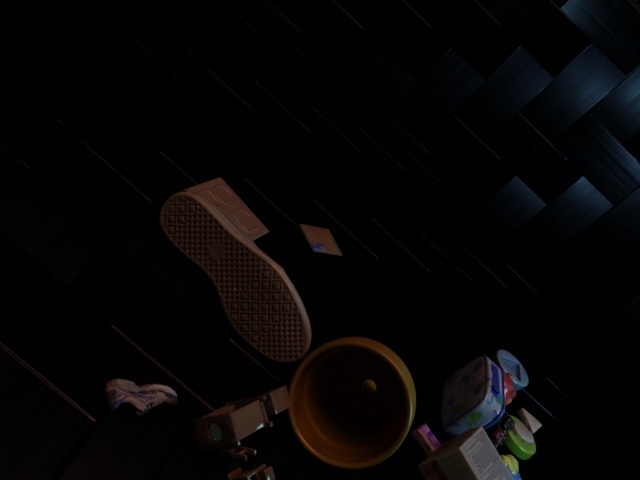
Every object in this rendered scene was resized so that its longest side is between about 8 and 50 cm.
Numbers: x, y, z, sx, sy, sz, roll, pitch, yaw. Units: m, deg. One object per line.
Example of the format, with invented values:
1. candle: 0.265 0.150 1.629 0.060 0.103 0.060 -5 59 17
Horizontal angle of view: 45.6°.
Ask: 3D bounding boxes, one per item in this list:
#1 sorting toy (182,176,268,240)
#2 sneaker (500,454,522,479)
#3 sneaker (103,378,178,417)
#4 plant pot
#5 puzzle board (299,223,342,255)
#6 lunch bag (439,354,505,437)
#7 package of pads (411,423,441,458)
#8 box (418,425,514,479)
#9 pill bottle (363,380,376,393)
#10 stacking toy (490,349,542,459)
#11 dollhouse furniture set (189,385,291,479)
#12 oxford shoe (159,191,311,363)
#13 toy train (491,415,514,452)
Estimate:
1. sorting toy: -0.236 -0.066 1.893 0.193 0.038 0.208 48 22 4
2. sneaker: 0.445 0.596 1.875 0.240 0.091 0.126 11 43 -50
3. sneaker: -0.306 0.278 1.300 0.135 0.052 0.058 15 49 -34
4. plant pot: 0.083 0.322 1.594 0.254 0.254 0.239 51 12 10
5. puzzle board: 0.000 0.000 2.160 0.128 0.011 0.096 10 45 -49
6. lunch bag: 0.398 0.408 1.973 0.090 0.176 0.219 41 26 -10
7. package of pads: 0.257 0.484 1.827 0.083 0.032 0.050 53 29 14
8. box: 0.350 0.562 1.711 0.148 0.127 0.232 -14 71 -57
9. pill bottle: 0.124 0.340 1.823 0.083 0.043 0.043 45 27 0
10. stacking toy: 0.566 0.457 2.198 0.279 0.130 0.309 49 27 8
11. dollhouse furniture set: -0.131 0.375 1.398 0.182 0.101 0.161 -11 85 -60
12. oxford shoe: -0.173 0.073 1.664 0.449 0.169 0.130 48 7 8
13. toy train: 0.472 0.523 2.023 0.158 0.027 0.036 -43 111 -39
